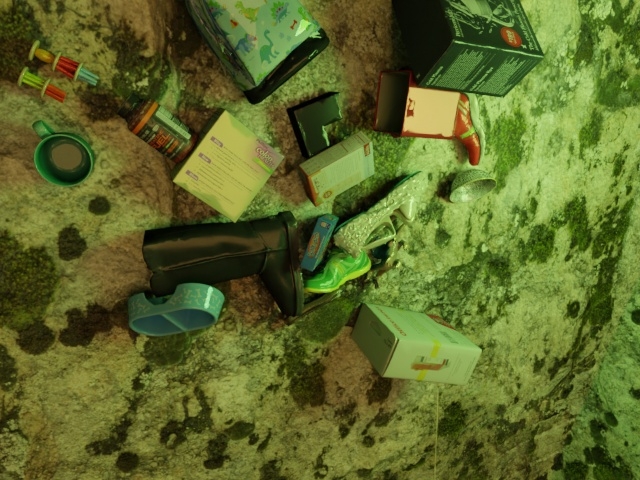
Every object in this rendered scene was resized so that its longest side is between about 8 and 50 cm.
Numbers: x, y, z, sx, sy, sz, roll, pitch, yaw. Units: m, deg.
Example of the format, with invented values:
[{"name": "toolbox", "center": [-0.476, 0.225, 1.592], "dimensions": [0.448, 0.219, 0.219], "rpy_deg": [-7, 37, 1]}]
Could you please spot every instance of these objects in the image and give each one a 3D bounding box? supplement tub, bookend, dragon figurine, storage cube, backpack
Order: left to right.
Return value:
[{"name": "supplement tub", "center": [-0.436, -0.303, 1.205], "dimensions": [0.198, 0.106, 0.106], "rpy_deg": [36, 92, -28]}, {"name": "backpack", "center": [-0.180, -0.573, 1.152], "dimensions": [0.290, 0.273, 0.355], "rpy_deg": [-39, 106, 2]}, {"name": "bookend", "center": [-0.001, -0.354, 1.384], "dimensions": [0.157, 0.072, 0.156], "rpy_deg": [-27, 117, -12]}, {"name": "dragon figurine", "center": [0.240, 0.033, 1.615], "dimensions": [0.085, 0.144, 0.289], "rpy_deg": [22, 80, -26]}, {"name": "storage cube", "center": [0.302, -0.427, 1.418], "dimensions": [0.193, 0.184, 0.214], "rpy_deg": [-1, 109, -23]}]

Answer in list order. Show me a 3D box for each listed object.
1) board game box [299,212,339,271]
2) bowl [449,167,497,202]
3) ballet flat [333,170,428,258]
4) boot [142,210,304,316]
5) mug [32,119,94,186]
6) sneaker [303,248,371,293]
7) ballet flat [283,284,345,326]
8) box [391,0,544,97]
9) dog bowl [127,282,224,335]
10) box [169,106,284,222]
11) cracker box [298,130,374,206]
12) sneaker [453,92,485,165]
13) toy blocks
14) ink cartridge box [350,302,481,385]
[{"name": "board game box", "center": [0.000, 0.000, 1.441], "dimensions": [0.047, 0.210, 0.160], "rpy_deg": [22, 100, 6]}, {"name": "bowl", "center": [0.542, -0.212, 1.640], "dimensions": [0.170, 0.080, 0.170], "rpy_deg": [-11, 156, -5]}, {"name": "ballet flat", "center": [0.229, -0.075, 1.524], "dimensions": [0.409, 0.147, 0.147], "rpy_deg": [-35, 118, -11]}, {"name": "boot", "center": [-0.288, 0.113, 1.393], "dimensions": [0.446, 0.146, 0.366], "rpy_deg": [-12, 110, -20]}, {"name": "mug", "center": [-0.649, -0.223, 1.149], "dimensions": [0.130, 0.097, 0.157], "rpy_deg": [-1, 108, -22]}, {"name": "sneaker", "center": [0.043, 0.096, 1.537], "dimensions": [0.296, 0.109, 0.123], "rpy_deg": [-26, 100, -37]}, {"name": "ballet flat", "center": [-0.024, 0.216, 1.588], "dimensions": [0.250, 0.084, 0.058], "rpy_deg": [-32, 82, -6]}, {"name": "box", "center": [0.414, -0.615, 1.301], "dimensions": [0.313, 0.179, 0.343], "rpy_deg": [-2, 67, -21]}, {"name": "dog bowl", "center": [-0.429, 0.211, 1.328], "dimensions": [0.298, 0.074, 0.166], "rpy_deg": [-13, 143, 12]}, {"name": "box", "center": [-0.270, -0.217, 1.298], "dimensions": [0.214, 0.117, 0.243], "rpy_deg": [35, 94, -28]}, {"name": "cracker box", "center": [0.055, -0.223, 1.421], "dimensions": [0.232, 0.067, 0.155], "rpy_deg": [-30, 148, -10]}, {"name": "sneaker", "center": [0.496, -0.386, 1.580], "dimensions": [0.119, 0.107, 0.278], "rpy_deg": [-19, 113, 5]}, {"name": "toy blocks", "center": [-0.643, -0.398, 1.113], "dimensions": [0.148, 0.054, 0.123], "rpy_deg": [24, 98, -28]}, {"name": "ink cartridge box", "center": [0.345, 0.383, 1.679], "dimensions": [0.385, 0.279, 0.160], "rpy_deg": [14, 103, -25]}]
